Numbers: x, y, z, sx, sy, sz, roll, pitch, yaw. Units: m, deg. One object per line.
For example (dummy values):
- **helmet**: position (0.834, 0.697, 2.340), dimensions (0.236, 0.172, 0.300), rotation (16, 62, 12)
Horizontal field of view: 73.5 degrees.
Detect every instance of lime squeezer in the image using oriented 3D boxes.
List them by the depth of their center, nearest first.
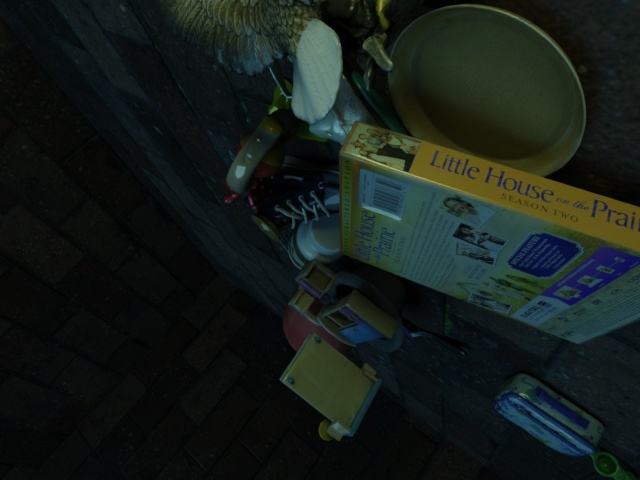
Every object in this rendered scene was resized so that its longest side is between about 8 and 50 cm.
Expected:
- **lime squeezer**: position (0.732, 0.571, 1.094), dimensions (0.310, 0.059, 0.110), rotation (41, -169, -7)

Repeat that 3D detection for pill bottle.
- **pill bottle**: position (0.000, 0.000, 1.067), dimensions (0.131, 0.131, 0.229), rotation (41, 161, -2)

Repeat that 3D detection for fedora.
- **fedora**: position (0.145, 0.160, 1.155), dimensions (0.243, 0.124, 0.276), rotation (21, 145, 40)

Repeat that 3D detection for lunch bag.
- **lunch bag**: position (0.546, 0.423, 1.042), dimensions (0.218, 0.090, 0.176), rotation (34, 157, 16)

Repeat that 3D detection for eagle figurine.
- **eagle figurine**: position (-0.049, -0.274, 0.422), dimensions (0.298, 0.226, 0.225), rotation (28, -164, -13)

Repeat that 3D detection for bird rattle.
- **bird rattle**: position (-0.105, -0.155, 0.748), dimensions (0.143, 0.253, 0.207), rotation (47, -160, -4)

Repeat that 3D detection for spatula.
- **spatula**: position (0.311, 0.283, 1.261), dimensions (0.084, 0.030, 0.296), rotation (52, 158, -25)

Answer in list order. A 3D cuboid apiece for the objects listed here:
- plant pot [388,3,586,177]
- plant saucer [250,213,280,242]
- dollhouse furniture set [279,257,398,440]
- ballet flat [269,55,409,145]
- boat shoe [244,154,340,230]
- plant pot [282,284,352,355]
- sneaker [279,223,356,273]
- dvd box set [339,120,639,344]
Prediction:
- **plant pot**: position (0.185, -0.164, 0.499), dimensions (0.236, 0.032, 0.236), rotation (35, 161, 14)
- **plant saucer**: position (-0.112, -0.030, 0.900), dimensions (0.083, 0.015, 0.083), rotation (40, 166, 12)
- **dollhouse furniture set**: position (-0.014, 0.264, 1.018), dimensions (0.286, 0.303, 0.198), rotation (38, 151, -6)
- **ballet flat**: position (0.009, -0.212, 0.593), dimensions (0.106, 0.108, 0.316), rotation (-33, 103, 24)
- **boat shoe**: position (-0.017, -0.074, 0.888), dimensions (0.340, 0.158, 0.127), rotation (19, 152, 47)
- **plant pot**: position (0.012, 0.230, 1.401), dimensions (0.274, 0.275, 0.243), rotation (36, 152, 14)
- **sneaker**: position (-0.031, 0.034, 1.252), dimensions (0.297, 0.111, 0.129), rotation (46, 166, -12)
- **dvd box set**: position (0.228, 0.009, 0.607), dimensions (0.420, 0.062, 0.308), rotation (20, 157, 13)
